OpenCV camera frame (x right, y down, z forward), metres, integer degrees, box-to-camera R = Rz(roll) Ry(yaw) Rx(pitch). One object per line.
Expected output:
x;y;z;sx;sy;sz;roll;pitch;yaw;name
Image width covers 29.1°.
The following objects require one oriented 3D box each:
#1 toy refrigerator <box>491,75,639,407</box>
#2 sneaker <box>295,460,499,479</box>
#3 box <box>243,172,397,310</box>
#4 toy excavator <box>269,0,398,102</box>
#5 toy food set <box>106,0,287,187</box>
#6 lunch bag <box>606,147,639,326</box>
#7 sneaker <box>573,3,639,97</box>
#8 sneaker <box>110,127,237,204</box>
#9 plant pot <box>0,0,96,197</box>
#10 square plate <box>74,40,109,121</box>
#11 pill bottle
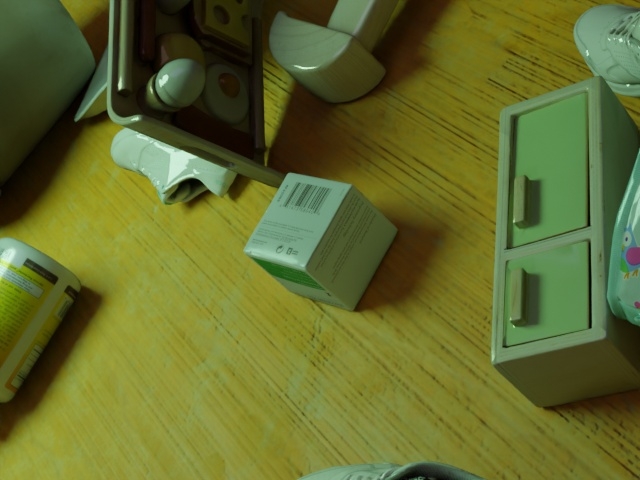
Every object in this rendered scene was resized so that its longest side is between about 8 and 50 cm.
0.211;-0.004;1.048;0.102;0.094;0.269;-16;49;32;toy refrigerator
0.065;0.217;0.984;0.292;0.118;0.110;-5;57;41;sneaker
0.000;0.000;1.238;0.101;0.087;0.102;14;69;47;box
0.057;-0.433;1.468;0.433;0.222;0.445;-41;49;10;toy excavator
-0.120;-0.223;1.377;0.092;0.220;0.306;-25;57;40;toy food set
0.344;-0.033;0.880;0.223;0.160;0.262;19;86;41;lunch bag
0.301;-0.177;1.089;0.090;0.115;0.232;-49;40;-2;sneaker
-0.185;-0.086;1.492;0.212;0.080;0.094;1;71;41;sneaker
-0.480;-0.230;1.725;0.280;0.323;0.323;-38;37;-16;plant pot
-0.194;-0.341;1.645;0.344;0.049;0.347;-25;40;57;square plate
-0.388;0.112;1.472;0.117;0.117;0.215;14;68;47;pill bottle
